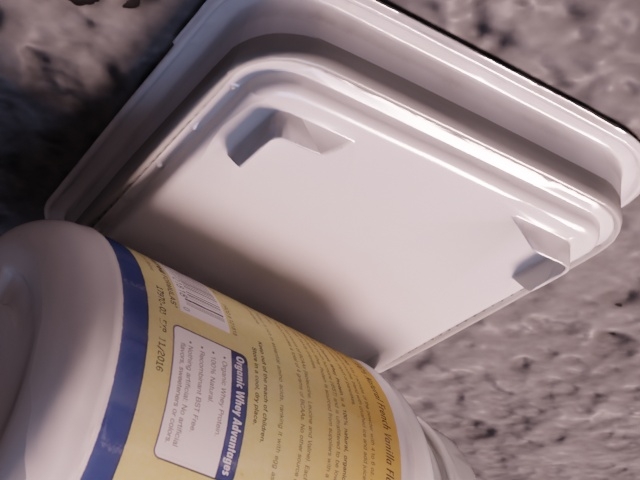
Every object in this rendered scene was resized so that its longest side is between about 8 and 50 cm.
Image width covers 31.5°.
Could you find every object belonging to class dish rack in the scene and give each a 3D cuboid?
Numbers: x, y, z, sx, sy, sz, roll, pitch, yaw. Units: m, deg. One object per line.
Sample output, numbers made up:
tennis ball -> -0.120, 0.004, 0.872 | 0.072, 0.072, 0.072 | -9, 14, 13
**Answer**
dish rack -> 0.000, 0.000, 0.695 | 0.285, 0.072, 0.333 | 22, 146, -25

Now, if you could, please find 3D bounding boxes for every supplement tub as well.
supplement tub -> -0.078, 0.147, 0.664 | 0.316, 0.228, 0.228 | 29, 141, -32
